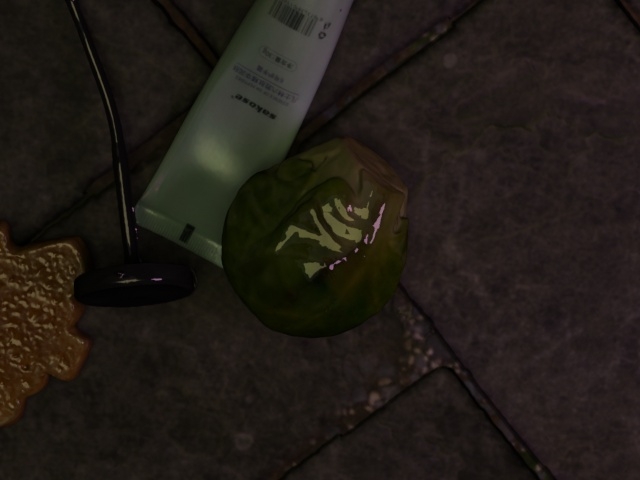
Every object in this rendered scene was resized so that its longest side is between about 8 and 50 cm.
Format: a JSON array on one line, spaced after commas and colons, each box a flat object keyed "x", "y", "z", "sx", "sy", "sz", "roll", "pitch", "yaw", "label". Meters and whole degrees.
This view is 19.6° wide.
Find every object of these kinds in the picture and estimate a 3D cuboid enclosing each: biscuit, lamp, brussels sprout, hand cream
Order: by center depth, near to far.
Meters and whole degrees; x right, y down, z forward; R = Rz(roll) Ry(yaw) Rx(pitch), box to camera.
[{"x": -0.196, "y": -0.112, "z": 1.674, "sx": 0.130, "sy": 0.108, "sz": 0.371, "roll": -6, "pitch": 99, "yaw": 1, "label": "lamp"}, {"x": 0.002, "y": 0.001, "z": 1.685, "sx": 0.181, "sy": 0.144, "sz": 0.161, "roll": -39, "pitch": 76, "yaw": 16, "label": "brussels sprout"}, {"x": -0.061, "y": -0.128, "z": 1.704, "sx": 0.109, "sy": 0.067, "sz": 0.320, "roll": 27, "pitch": 106, "yaw": -3, "label": "hand cream"}, {"x": -0.329, "y": 0.061, "z": 1.756, "sx": 0.239, "sy": 0.041, "sz": 0.212, "roll": 27, "pitch": 106, "yaw": -6, "label": "biscuit"}]
